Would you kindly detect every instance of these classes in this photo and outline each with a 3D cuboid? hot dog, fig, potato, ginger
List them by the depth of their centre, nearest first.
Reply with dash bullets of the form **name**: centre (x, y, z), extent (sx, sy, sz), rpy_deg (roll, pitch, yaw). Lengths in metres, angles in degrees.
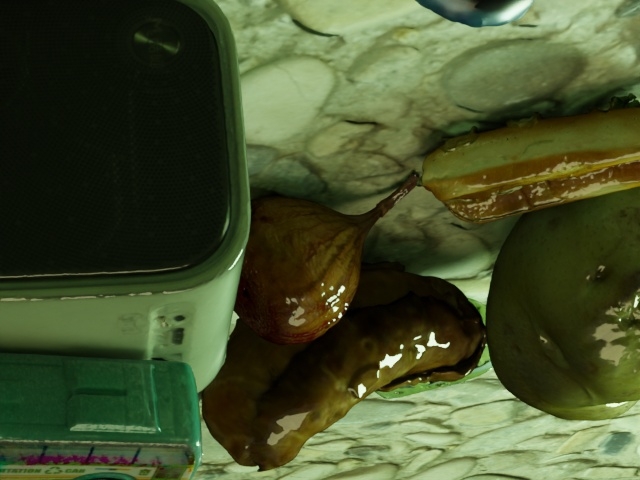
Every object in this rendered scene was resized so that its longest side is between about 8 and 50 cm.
- **hot dog**: centre (0.212, -0.074, 1.387), extent (0.270, 0.072, 0.109), rpy_deg (-13, 157, 17)
- **fig**: centre (0.000, 0.000, 1.478), extent (0.201, 0.146, 0.133), rpy_deg (-39, 156, -20)
- **potato**: centre (0.271, 0.074, 1.565), extent (0.218, 0.202, 0.351), rpy_deg (-3, 154, -17)
- **ginger**: centre (0.023, 0.103, 1.588), extent (0.321, 0.172, 0.165), rpy_deg (-22, -172, -23)

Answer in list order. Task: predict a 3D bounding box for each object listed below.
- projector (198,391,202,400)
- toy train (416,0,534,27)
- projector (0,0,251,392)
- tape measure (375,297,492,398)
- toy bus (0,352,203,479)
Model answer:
- **projector**: centre (-0.245, 0.090, 1.528), extent (0.177, 0.163, 0.242), rpy_deg (-16, 159, 19)
- **toy train**: centre (0.009, -0.251, 0.704), extent (0.300, 0.265, 0.188), rpy_deg (8, 141, -26)
- **projector**: centre (-0.188, -0.025, 1.173), extent (0.249, 0.248, 0.249), rpy_deg (-2, 156, -8)
- **tape measure**: centre (0.124, 0.117, 1.771), extent (0.178, 0.087, 0.154), rpy_deg (-18, 153, 18)
- **toy bus**: centre (-0.209, 0.129, 1.105), extent (0.262, 0.091, 0.109), rpy_deg (3, 148, -22)
